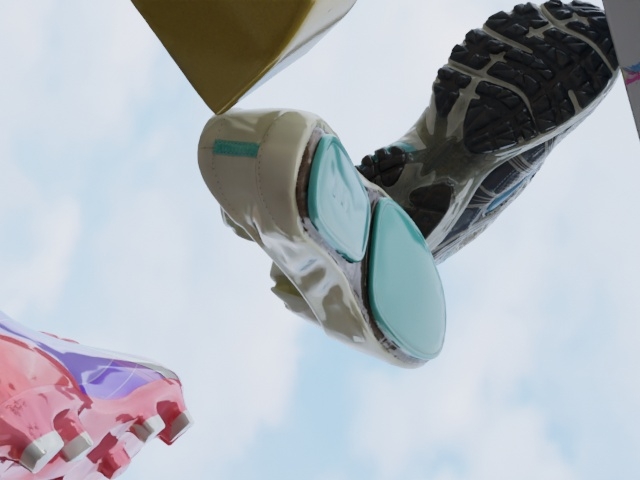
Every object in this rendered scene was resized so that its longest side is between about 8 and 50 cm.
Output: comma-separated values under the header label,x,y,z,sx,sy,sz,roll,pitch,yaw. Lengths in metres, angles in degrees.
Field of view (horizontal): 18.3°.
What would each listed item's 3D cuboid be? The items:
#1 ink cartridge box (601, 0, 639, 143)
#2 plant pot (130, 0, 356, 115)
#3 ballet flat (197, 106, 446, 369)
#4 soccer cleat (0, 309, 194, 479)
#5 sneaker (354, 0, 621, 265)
label,x,y,z,sx,sy,sz,roll,pitch,yaw
ink cartridge box,0.286,-0.142,1.496,0.093,0.154,0.212,-17,-90,27
plant pot,-0.027,-0.123,0.943,0.083,0.081,0.081,-29,-82,47
ballet flat,0.000,0.000,1.061,0.086,0.248,0.086,-8,-119,16
soccer cleat,-0.113,0.056,0.732,0.083,0.248,0.095,-44,-98,4
sneaker,0.124,-0.075,1.560,0.283,0.122,0.110,-41,-112,2
